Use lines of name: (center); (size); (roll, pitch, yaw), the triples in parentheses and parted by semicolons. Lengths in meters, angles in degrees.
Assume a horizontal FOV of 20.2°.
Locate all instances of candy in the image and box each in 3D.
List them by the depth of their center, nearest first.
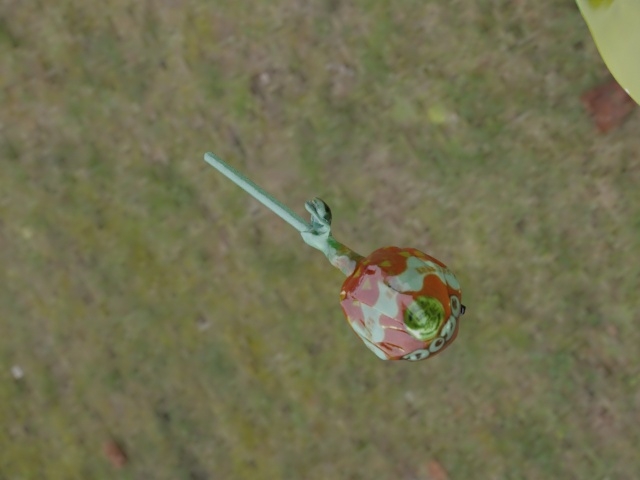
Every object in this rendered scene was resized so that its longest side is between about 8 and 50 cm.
candy: (0.001, -0.001, 1.373); (0.287, 0.084, 0.078); (38, 107, 39)

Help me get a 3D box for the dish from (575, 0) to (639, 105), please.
dish: (0.237, -0.135, 1.044); (0.208, 0.149, 0.080); (51, 141, 17)
